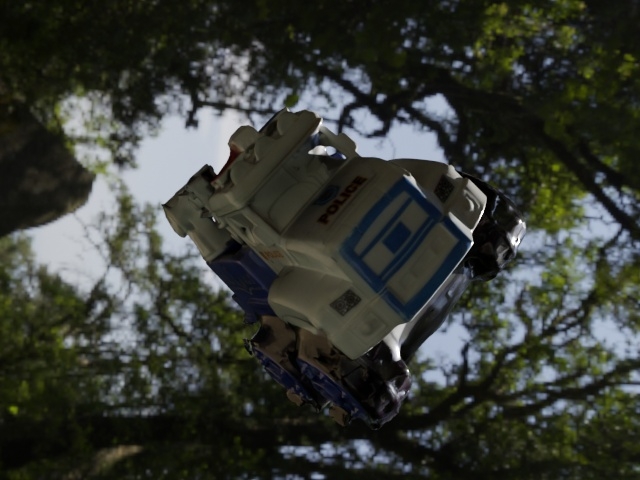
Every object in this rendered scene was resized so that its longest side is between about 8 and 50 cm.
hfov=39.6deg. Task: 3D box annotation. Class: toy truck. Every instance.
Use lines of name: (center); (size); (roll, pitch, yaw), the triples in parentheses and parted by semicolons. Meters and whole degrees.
toy truck: (0.000, 0.000, 0.561); (0.161, 0.177, 0.213); (-49, -167, -17)
